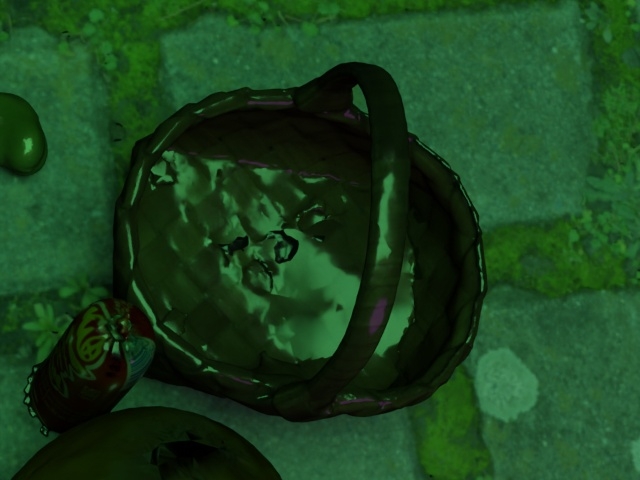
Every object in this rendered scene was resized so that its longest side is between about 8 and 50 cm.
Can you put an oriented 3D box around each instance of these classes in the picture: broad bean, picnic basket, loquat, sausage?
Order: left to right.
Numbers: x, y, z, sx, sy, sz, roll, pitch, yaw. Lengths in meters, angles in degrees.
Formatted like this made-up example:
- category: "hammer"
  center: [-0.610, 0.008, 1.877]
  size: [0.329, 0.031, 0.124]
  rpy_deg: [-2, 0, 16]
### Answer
- category: "broad bean"
  center: [-0.272, -0.094, 1.691]
  size: [0.083, 0.045, 0.063]
  rpy_deg: [41, 78, 2]
- category: "sausage"
  center: [-0.179, 0.097, 1.556]
  size: [0.083, 0.264, 0.083]
  rpy_deg: [5, 73, -15]
- category: "loquat"
  center: [-0.135, 0.262, 1.535]
  size: [0.263, 0.263, 0.263]
  rpy_deg: [5, 75, -19]
- category: "picnic basket"
  center: [0.000, 0.000, 1.618]
  size: [0.337, 0.337, 0.293]
  rpy_deg: [8, 74, -18]
